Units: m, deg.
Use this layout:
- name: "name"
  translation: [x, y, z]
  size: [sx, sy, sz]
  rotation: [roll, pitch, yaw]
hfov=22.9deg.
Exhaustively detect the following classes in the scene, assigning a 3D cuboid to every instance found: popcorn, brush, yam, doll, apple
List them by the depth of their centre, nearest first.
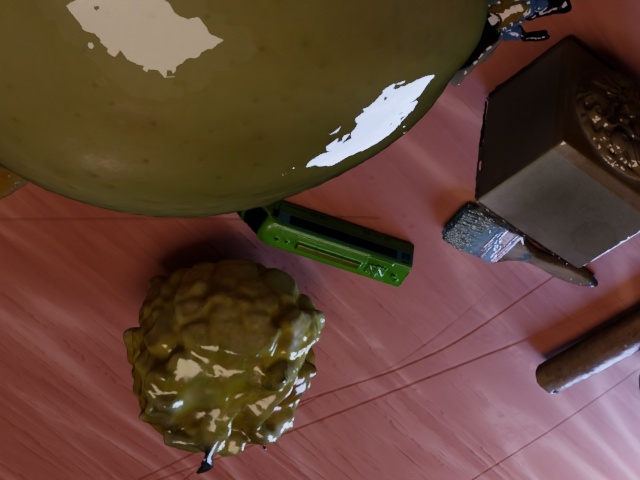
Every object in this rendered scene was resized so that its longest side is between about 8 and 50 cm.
- name: "apple"
  translation: [-0.094, -0.234, 1.212]
  size: [0.474, 0.473, 0.473]
  rotation: [4, 139, 4]
- name: "doll"
  translation: [0.138, -0.201, 1.487]
  size: [0.195, 0.070, 0.096]
  rotation: [-25, 115, 22]
- name: "brush"
  translation: [0.230, 0.013, 1.759]
  size: [0.196, 0.021, 0.070]
  rotation: [22, 137, -20]
- name: "popcorn"
  translation: [-0.111, 0.141, 1.801]
  size: [0.249, 0.225, 0.249]
  rotation: [2, 134, 2]
- name: "yam"
  translation: [0.358, 0.110, 1.830]
  size: [0.046, 0.046, 0.264]
  rotation: [32, 133, -26]

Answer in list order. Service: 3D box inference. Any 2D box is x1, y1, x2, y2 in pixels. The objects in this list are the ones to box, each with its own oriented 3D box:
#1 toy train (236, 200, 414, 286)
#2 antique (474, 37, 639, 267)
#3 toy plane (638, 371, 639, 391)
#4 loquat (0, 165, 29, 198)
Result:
- name: "toy train"
  translation: [0.000, 0.000, 1.757]
  size: [0.209, 0.042, 0.044]
  rotation: [18, 138, -12]
- name: "antique"
  translation: [0.252, -0.088, 1.536]
  size: [0.147, 0.152, 0.148]
  rotation: [31, 137, -23]
- name: "toy plane"
  translation: [0.487, 0.194, 1.856]
  size: [0.252, 0.118, 0.252]
  rotation: [-1, 123, -2]
- name: "loquat"
  translation: [-0.346, -0.153, 1.473]
  size: [0.263, 0.263, 0.263]
  rotation: [4, 139, 4]
